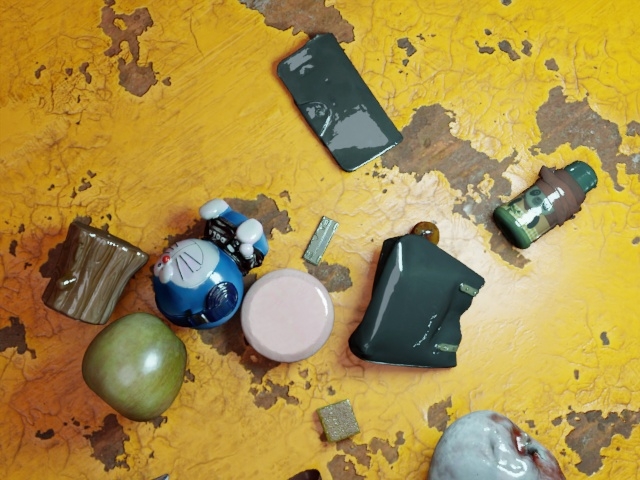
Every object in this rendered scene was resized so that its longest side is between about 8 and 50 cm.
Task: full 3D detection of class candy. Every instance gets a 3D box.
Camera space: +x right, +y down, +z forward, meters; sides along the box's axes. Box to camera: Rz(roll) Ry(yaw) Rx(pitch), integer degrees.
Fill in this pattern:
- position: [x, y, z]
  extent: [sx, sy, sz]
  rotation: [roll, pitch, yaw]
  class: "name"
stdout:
- position: [-0.090, 0.197, 1.925]
  extent: [0.255, 0.094, 0.255]
  rotation: [0, 84, 0]
  class: "candy"

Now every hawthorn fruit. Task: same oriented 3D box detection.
- position: [0.273, -0.013, 1.943]
  extent: [0.081, 0.093, 0.081]
  rotation: [0, 84, 0]
  class: "hawthorn fruit"

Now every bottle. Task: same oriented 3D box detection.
- position: [0.583, -0.106, 1.927]
  extent: [0.271, 0.143, 0.156]
  rotation: [-37, 110, 0]
  class: "bottle"

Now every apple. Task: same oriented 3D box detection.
- position: [-0.447, 0.307, 1.842]
  extent: [0.257, 0.257, 0.234]
  rotation: [41, 72, 5]
  class: "apple"

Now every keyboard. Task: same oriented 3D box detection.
- position: [0.000, 0.000, 1.987]
  extent: [0.049, 0.015, 0.129]
  rotation: [27, 85, -2]
  class: "keyboard"

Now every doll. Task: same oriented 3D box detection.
- position: [-0.281, 0.078, 1.878]
  extent: [0.284, 0.240, 0.310]
  rotation: [24, 64, 45]
  class: "doll"

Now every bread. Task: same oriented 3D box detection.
- position: [0.046, 0.463, 1.924]
  extent: [0.090, 0.035, 0.094]
  rotation: [-20, 84, -1]
  class: "bread"

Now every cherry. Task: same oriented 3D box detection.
- position: [0.398, 0.572, 1.782]
  extent: [0.335, 0.291, 0.326]
  rotation: [-26, 102, 12]
  class: "cherry"

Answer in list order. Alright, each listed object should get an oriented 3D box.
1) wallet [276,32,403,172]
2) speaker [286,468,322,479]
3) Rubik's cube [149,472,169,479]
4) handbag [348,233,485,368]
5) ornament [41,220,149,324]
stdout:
- position: [0.045, -0.370, 2.009]
  extent: [0.197, 0.051, 0.377]
  rotation: [-32, 83, -3]
  class: "wallet"
- position: [0.030, 0.722, 1.869]
  extent: [0.329, 0.198, 0.259]
  rotation: [51, 47, -9]
  class: "speaker"
- position: [-0.461, 0.730, 1.858]
  extent: [0.211, 0.190, 0.178]
  rotation: [-20, 101, 3]
  class: "Rubik's cube"
- position: [0.254, 0.169, 1.903]
  extent: [0.288, 0.152, 0.342]
  rotation: [20, 92, -12]
  class: "handbag"
- position: [-0.581, 0.086, 1.890]
  extent: [0.235, 0.221, 0.217]
  rotation: [24, 89, 11]
  class: "ornament"
